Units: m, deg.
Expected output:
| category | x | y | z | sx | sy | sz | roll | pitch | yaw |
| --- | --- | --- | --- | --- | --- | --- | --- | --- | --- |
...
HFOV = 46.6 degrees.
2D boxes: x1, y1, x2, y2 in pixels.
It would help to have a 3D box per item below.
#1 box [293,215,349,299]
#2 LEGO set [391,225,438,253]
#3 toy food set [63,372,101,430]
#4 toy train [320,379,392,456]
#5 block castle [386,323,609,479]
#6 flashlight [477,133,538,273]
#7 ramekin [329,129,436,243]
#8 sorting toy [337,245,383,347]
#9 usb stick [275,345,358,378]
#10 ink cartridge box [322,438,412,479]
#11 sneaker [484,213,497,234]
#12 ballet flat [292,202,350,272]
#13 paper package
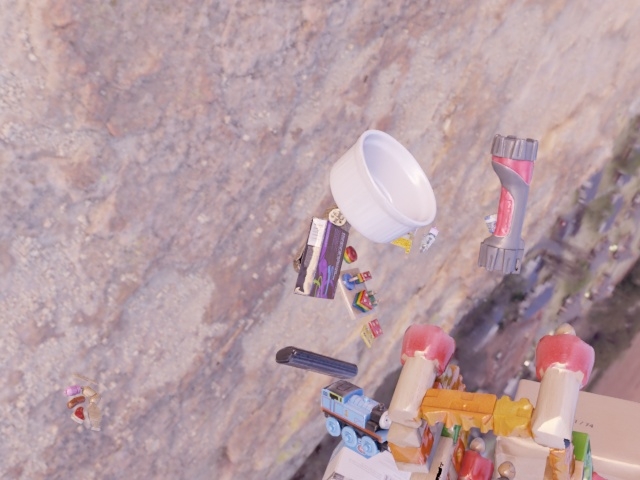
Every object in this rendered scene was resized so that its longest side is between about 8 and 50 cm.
| category | x | y | z | sx | sy | sz | roll | pitch | yaw |
| --- | --- | --- | --- | --- | --- | --- | --- | --- | --- |
| box | 0.005 | 0.031 | 1.143 | 0.162 | 0.029 | 0.116 | 23 | 80 | -76 |
| LEGO set | 0.197 | -0.074 | 2.119 | 0.132 | 0.287 | 0.107 | -49 | -173 | 47 |
| toy food set | -0.459 | 0.312 | 1.431 | 0.078 | 0.122 | 0.019 | 31 | 112 | -30 |
| toy train | 0.078 | 0.356 | 1.493 | 0.080 | 0.184 | 0.105 | -16 | 115 | -42 |
| block castle | 0.305 | 0.328 | 1.234 | 0.213 | 0.303 | 0.453 | -63 | 143 | -39 |
| flashlight | 0.413 | -0.082 | 1.671 | 0.103 | 0.103 | 0.304 | 0 | 105 | -33 |
| ramekin | 0.151 | -0.127 | 1.865 | 0.135 | 0.277 | 0.277 | -36 | 162 | 33 |
| sorting toy | 0.109 | 0.143 | 1.973 | 0.046 | 0.275 | 0.132 | -25 | 171 | 28 |
| usb stick | -0.006 | 0.329 | 1.987 | 0.278 | 0.077 | 0.045 | 24 | 53 | -45 |
| ink cartridge box | 0.110 | 0.717 | 2.056 | 0.129 | 0.223 | 0.307 | -57 | -179 | 36 |
| sneaker | 0.491 | -0.032 | 2.046 | 0.135 | 0.052 | 0.058 | 11 | 68 | -49 |
| ballet flat | 0.000 | 0.000 | 1.936 | 0.250 | 0.084 | 0.058 | -50 | 178 | 32 |
| paper package | 0.577 | 0.468 | 1.668 | 0.309 | 0.324 | 0.168 | -33 | 128 | -62 |
